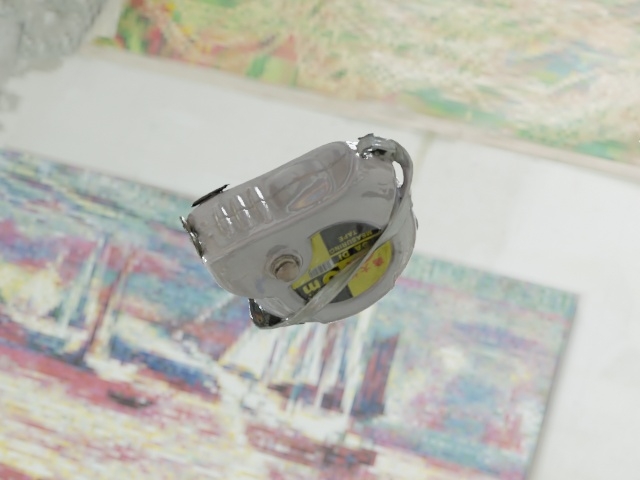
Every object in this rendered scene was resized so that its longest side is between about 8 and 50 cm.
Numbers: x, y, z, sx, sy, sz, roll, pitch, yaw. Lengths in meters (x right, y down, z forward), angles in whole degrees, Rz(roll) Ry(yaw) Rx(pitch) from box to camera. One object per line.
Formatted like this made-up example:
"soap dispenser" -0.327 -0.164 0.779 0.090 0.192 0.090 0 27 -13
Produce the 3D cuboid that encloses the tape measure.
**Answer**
"tape measure" 0.000 0.000 1.441 0.120 0.236 0.197 61 177 45
